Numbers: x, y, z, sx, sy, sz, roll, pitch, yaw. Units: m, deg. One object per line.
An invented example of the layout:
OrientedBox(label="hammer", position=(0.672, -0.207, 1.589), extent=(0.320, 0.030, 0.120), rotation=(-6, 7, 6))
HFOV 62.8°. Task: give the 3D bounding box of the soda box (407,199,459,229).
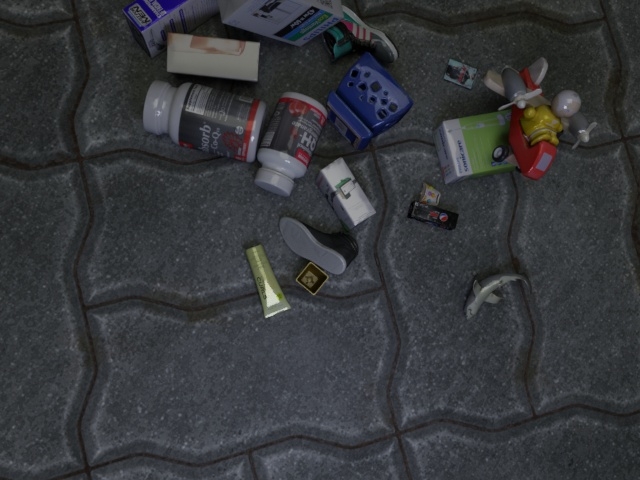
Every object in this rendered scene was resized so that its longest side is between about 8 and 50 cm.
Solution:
OrientedBox(label="soda box", position=(0.400, -0.088, 1.862), extent=(0.169, 0.053, 0.060), rotation=(17, 82, -5))

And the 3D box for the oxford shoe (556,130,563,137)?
OrientedBox(label="oxford shoe", position=(0.814, -0.497, 1.946), extent=(0.097, 0.098, 0.271), rotation=(-34, 88, -10))

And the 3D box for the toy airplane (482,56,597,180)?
OrientedBox(label="toy airplane", position=(0.723, -0.434, 1.715), extent=(0.386, 0.272, 0.384), rotation=(-34, 100, -30))

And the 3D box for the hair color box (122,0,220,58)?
OrientedBox(label="hair color box", position=(-0.480, -0.783, 1.765), extent=(0.339, 0.185, 0.110), rotation=(-41, 90, -11))

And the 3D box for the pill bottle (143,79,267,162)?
OrientedBox(label="pill bottle", position=(-0.373, -0.395, 1.718), extent=(0.363, 0.210, 0.210), rotation=(13, 81, -5))

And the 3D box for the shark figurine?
OrientedBox(label="shark figurine", position=(0.604, 0.146, 1.843), extent=(0.278, 0.116, 0.166), rotation=(-26, 121, -2))

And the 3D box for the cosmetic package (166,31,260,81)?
OrientedBox(label="cosmetic package", position=(-0.354, -0.613, 1.764), extent=(0.297, 0.153, 0.129), rotation=(4, 104, -9))

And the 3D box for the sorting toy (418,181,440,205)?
OrientedBox(label="sorting toy", position=(0.397, -0.161, 1.884), extent=(0.075, 0.045, 0.083), rotation=(19, 80, -24))

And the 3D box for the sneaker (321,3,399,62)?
OrientedBox(label="sneaker", position=(0.118, -0.692, 1.862), extent=(0.296, 0.124, 0.178), rotation=(38, 75, 6))

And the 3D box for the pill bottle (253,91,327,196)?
OrientedBox(label="pill bottle", position=(-0.108, -0.318, 1.760), extent=(0.177, 0.176, 0.318), rotation=(21, 82, -5))

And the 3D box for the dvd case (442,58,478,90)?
OrientedBox(label="dvd case", position=(0.527, -0.623, 1.967), extent=(0.120, 0.013, 0.087), rotation=(21, 81, -6))

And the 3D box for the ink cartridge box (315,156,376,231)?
OrientedBox(label="ink cartridge box", position=(0.081, -0.152, 1.774), extent=(0.093, 0.160, 0.219), rotation=(-32, 87, -10))

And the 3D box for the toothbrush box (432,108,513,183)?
OrientedBox(label="toothbrush box", position=(0.574, -0.337, 1.882), extent=(0.284, 0.122, 0.206), rotation=(-12, 84, -10))

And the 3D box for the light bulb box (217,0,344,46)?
OrientedBox(label="light bulb box", position=(-0.146, -0.882, 1.720), extent=(0.361, 0.225, 0.357), rotation=(-4, 81, -47))

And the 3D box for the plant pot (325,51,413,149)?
OrientedBox(label="plant pot", position=(0.147, -0.456, 1.791), extent=(0.212, 0.236, 0.236), rotation=(-43, 90, -3))

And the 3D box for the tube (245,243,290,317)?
OrientedBox(label="tube", position=(-0.182, 0.133, 1.757), extent=(0.070, 0.062, 0.240), rotation=(-19, 91, 31))

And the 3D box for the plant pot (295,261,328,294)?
OrientedBox(label="plant pot", position=(-0.031, 0.130, 1.762), extent=(0.081, 0.083, 0.081), rotation=(40, 80, 0))

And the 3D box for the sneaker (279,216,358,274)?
OrientedBox(label="sneaker", position=(0.000, 0.001, 1.784), extent=(0.296, 0.104, 0.147), rotation=(34, 34, 22))
